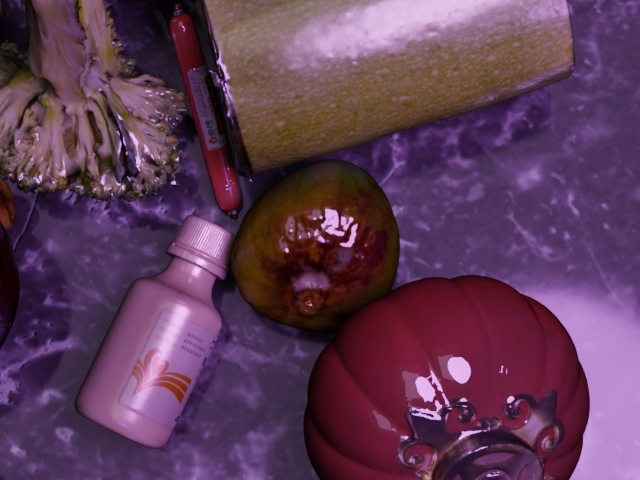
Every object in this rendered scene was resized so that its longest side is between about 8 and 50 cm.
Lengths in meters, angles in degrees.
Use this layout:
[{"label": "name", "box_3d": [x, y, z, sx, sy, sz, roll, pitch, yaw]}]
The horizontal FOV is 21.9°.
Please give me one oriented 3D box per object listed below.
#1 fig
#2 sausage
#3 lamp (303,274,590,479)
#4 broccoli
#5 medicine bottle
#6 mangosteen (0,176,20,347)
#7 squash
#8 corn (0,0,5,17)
[{"label": "fig", "box_3d": [0.000, 0.000, 1.803, 0.181, 0.181, 0.191, 19, 53, 5]}, {"label": "sausage", "box_3d": [-0.129, -0.142, 1.845, 0.034, 0.034, 0.253, -15, 111, 0]}, {"label": "lamp", "box_3d": [0.131, 0.179, 1.715, 0.303, 0.257, 0.303, -8, 121, -14]}, {"label": "broccoli", "box_3d": [-0.283, -0.207, 1.754, 0.221, 0.361, 0.252, -38, 49, -21]}, {"label": "medicine bottle", "box_3d": [-0.171, 0.096, 1.818, 0.114, 0.114, 0.252, 24, 82, 6]}, {"label": "mangosteen", "box_3d": [-0.470, 0.015, 1.766, 0.306, 0.307, 0.347, 2, 50, 3]}, {"label": "squash", "box_3d": [0.058, -0.242, 1.788, 0.384, 0.263, 0.263, -17, 81, 0]}, {"label": "corn", "box_3d": [-0.529, -0.277, 1.886, 0.346, 0.130, 0.130, 2, 81, 5]}]
